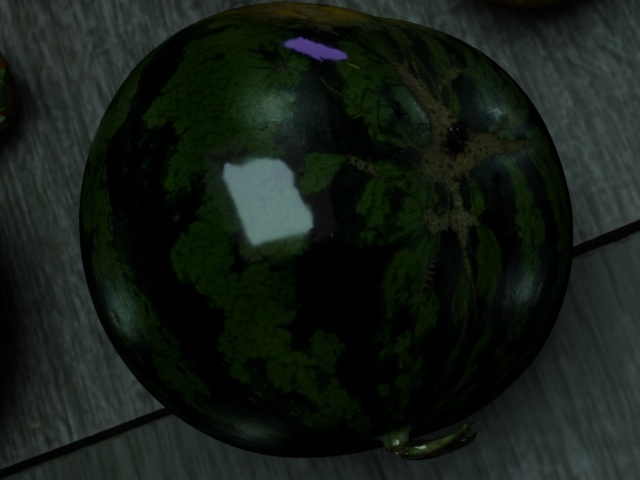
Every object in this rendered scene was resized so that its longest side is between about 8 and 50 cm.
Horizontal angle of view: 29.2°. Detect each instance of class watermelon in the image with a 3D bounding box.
[{"bbox_3d":[-0.002,-0.005,0.664,0.269,0.269,0.269,-3,76,14],"label":"watermelon"}]

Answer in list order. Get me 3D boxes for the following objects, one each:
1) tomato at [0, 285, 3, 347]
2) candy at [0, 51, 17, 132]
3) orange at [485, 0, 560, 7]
[{"bbox_3d":[-0.341,0.047,0.763,0.270,0.222,0.270,-2,79,12],"label":"tomato"},{"bbox_3d":[-0.319,-0.156,0.896,0.287,0.078,0.084,38,126,29],"label":"candy"},{"bbox_3d":[0.123,-0.217,0.756,0.156,0.134,0.157,3,68,-8],"label":"orange"}]
